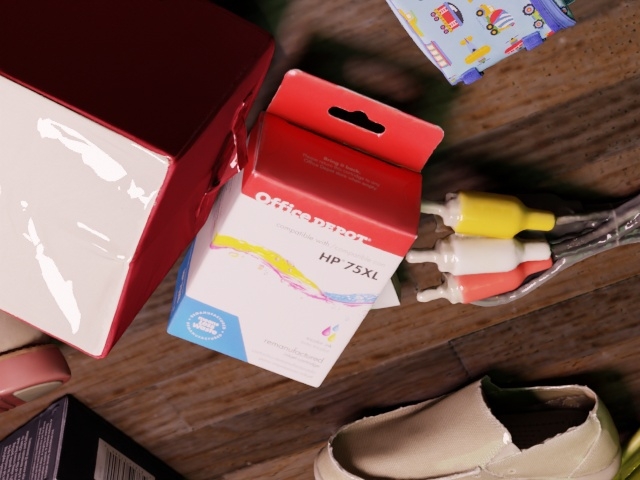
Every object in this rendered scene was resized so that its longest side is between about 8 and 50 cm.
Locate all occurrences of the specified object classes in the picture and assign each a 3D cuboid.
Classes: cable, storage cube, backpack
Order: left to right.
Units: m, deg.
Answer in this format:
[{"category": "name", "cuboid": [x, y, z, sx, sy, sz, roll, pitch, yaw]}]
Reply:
[{"category": "storage cube", "cuboid": [-0.168, -0.070, 1.146, 0.215, 0.193, 0.183, 27, 126, 3]}, {"category": "backpack", "cuboid": [0.126, -0.209, 1.119, 0.173, 0.117, 0.158, -26, 125, 15]}, {"category": "cable", "cuboid": [0.210, 0.004, 1.313, 0.287, 0.072, 0.139, -3, 134, 2]}]

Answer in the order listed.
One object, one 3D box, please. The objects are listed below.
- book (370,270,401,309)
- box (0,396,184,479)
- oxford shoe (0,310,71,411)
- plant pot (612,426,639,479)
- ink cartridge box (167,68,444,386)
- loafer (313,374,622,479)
[{"category": "book", "cuboid": [0.000, 0.000, 1.338, 0.096, 0.035, 0.144, -11, 129, 14]}, {"category": "box", "cuboid": [-0.246, 0.261, 1.490, 0.207, 0.108, 0.153, -37, 120, 24]}, {"category": "oxford shoe", "cuboid": [-0.381, 0.111, 1.374, 0.348, 0.123, 0.130, -18, 81, 4]}, {"category": "plant pot", "cuboid": [0.332, 0.287, 1.450, 0.228, 0.207, 0.227, 23, 125, -18]}, {"category": "ink cartridge box", "cuboid": [-0.013, -0.005, 1.260, 0.134, 0.078, 0.231, 21, 131, -12]}, {"category": "loafer", "cuboid": [0.126, 0.167, 1.429, 0.268, 0.102, 0.092, -7, 127, -5]}]
